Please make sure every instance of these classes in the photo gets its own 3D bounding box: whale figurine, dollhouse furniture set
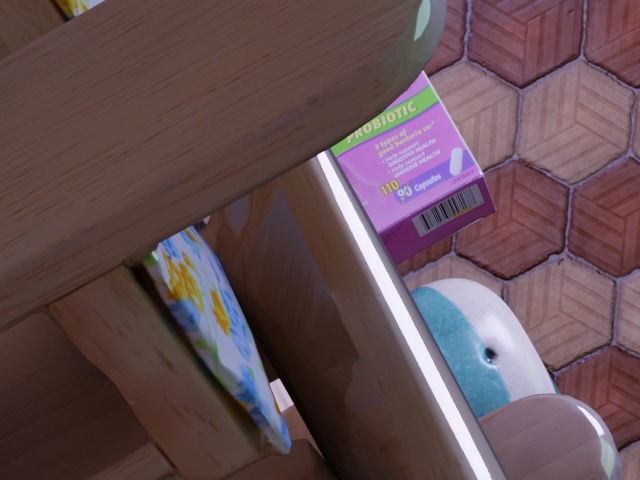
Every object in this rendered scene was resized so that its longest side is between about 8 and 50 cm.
[{"bbox_3d":[0.080,0.146,1.275,0.216,0.141,0.272,62,-21,18],"label":"whale figurine"},{"bbox_3d":[0.080,0.069,0.438,0.362,0.256,0.394,59,4,-43],"label":"dollhouse furniture set"}]

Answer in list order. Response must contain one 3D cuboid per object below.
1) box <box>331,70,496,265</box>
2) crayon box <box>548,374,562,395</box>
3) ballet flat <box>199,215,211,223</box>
[{"bbox_3d":[0.049,-0.099,1.897,0.243,0.213,0.117,63,3,24],"label":"box"},{"bbox_3d":[0.190,0.249,1.525,0.081,0.165,0.278,60,3,-27],"label":"crayon box"},{"bbox_3d":[-0.048,-0.024,1.031,0.213,0.072,0.068,55,37,-44],"label":"ballet flat"}]
